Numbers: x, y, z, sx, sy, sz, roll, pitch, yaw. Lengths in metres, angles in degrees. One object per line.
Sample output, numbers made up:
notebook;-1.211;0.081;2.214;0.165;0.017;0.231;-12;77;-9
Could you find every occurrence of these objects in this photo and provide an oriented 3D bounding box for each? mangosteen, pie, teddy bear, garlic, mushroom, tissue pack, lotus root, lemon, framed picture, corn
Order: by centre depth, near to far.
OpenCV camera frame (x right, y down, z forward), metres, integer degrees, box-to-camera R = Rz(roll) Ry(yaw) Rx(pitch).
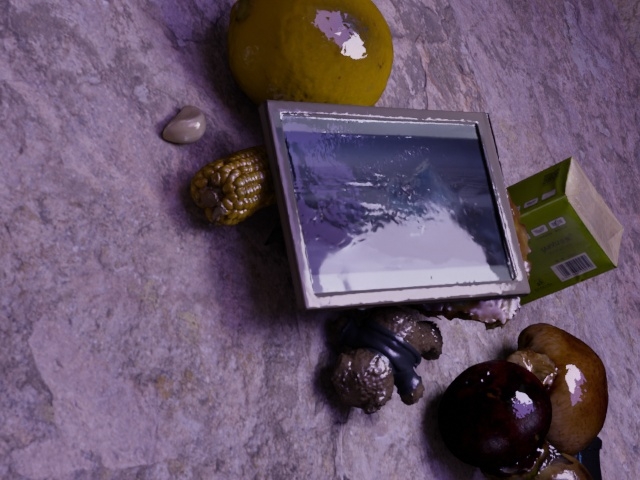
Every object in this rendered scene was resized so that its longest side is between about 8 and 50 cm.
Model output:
garlic;-0.197;-0.172;1.477;0.083;0.053;0.041;-69;169;-50
corn;-0.088;-0.100;1.529;0.313;0.102;0.102;-28;92;-58
framed picture;0.128;-0.057;1.548;0.446;0.028;0.326;-3;73;-33
teddy bear;0.104;0.167;1.581;0.181;0.129;0.251;29;41;12
lemon;-0.016;-0.309;1.609;0.284;0.260;0.261;-3;72;-52
pie;0.215;-0.013;1.682;0.288;0.103;0.355;-3;71;-19
mangosteen;0.302;0.306;1.697;0.209;0.209;0.210;29;49;-39
lotus root;0.425;0.494;1.762;0.141;0.169;0.314;-178;-117;-84
mushroom;0.442;0.283;1.887;0.283;0.195;0.264;13;65;-48
tissue pack;0.424;-0.006;1.963;0.200;0.274;0.167;51;37;-18

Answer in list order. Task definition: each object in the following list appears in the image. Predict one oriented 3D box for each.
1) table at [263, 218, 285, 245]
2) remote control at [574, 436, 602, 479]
table;0.000;0.000;1.607;0.146;0.062;0.175;50;40;-20
remote control;0.532;0.421;2.030;0.144;0.062;0.399;34;46;-36
